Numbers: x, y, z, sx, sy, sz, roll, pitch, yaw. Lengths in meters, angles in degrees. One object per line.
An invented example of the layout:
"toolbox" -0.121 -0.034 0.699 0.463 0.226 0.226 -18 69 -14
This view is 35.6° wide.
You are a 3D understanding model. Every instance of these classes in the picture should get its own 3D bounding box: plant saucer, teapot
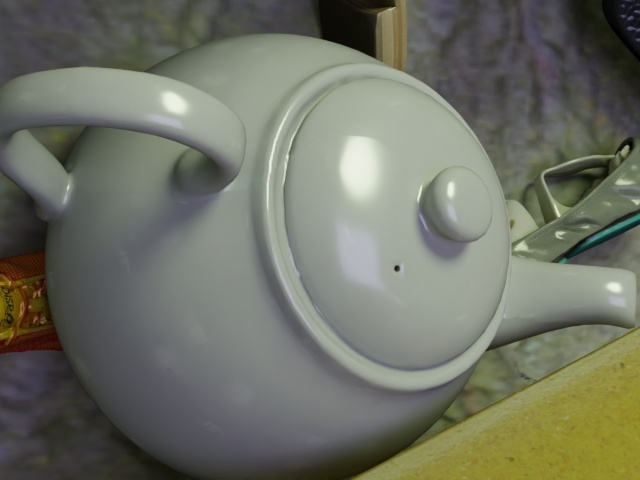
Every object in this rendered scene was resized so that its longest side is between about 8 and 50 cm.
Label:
"plant saucer" 0.053 0.157 0.531 0.333 0.333 0.081 -22 75 -24
"teapot" 0.000 0.000 0.485 0.256 0.187 0.252 -36 102 -38

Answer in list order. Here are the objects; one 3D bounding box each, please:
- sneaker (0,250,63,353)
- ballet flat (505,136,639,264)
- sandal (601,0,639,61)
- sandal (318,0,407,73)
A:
"sneaker" -0.150 0.035 0.513 0.175 0.067 0.064 -11 100 -28
"ballet flat" 0.151 -0.007 0.675 0.213 0.072 0.068 -29 82 -22
"sandal" 0.285 -0.110 0.717 0.097 0.054 0.254 -34 117 6
"sandal" 0.046 -0.192 0.539 0.079 0.088 0.240 -25 140 -22
